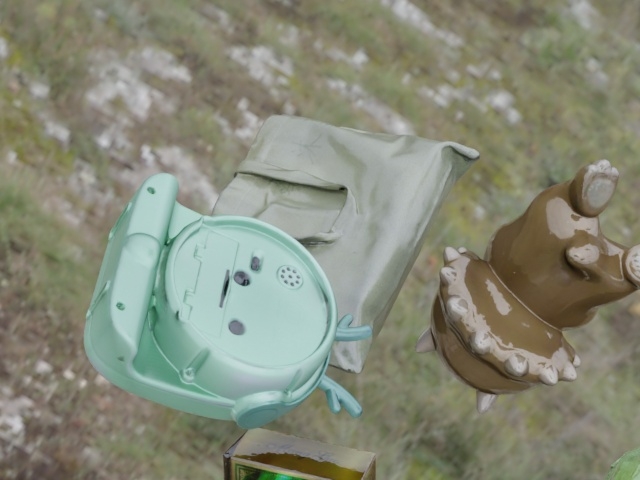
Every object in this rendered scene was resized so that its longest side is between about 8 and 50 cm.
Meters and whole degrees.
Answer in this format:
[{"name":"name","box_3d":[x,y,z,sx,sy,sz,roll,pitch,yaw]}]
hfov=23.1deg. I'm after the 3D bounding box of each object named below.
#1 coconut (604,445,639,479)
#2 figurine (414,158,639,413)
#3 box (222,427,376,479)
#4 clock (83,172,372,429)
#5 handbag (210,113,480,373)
[{"name":"coconut","box_3d":[0.414,0.398,1.737,0.281,0.328,0.328,4,30,27]},{"name":"figurine","box_3d":[0.203,0.061,1.540,0.177,0.247,0.173,55,49,-9]},{"name":"box","box_3d":[-0.022,0.334,1.763,0.159,0.240,0.071,11,32,19]},{"name":"clock","box_3d":[-0.055,0.052,1.107,0.211,0.066,0.159,22,48,-17]},{"name":"handbag","box_3d":[-0.002,-0.004,1.686,0.253,0.109,0.315,13,58,26]}]
